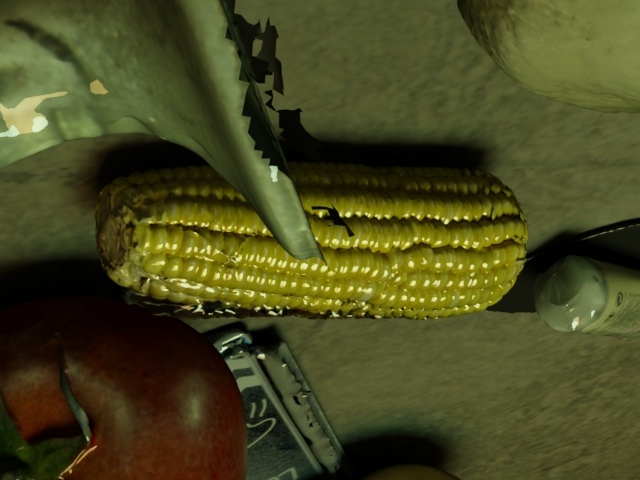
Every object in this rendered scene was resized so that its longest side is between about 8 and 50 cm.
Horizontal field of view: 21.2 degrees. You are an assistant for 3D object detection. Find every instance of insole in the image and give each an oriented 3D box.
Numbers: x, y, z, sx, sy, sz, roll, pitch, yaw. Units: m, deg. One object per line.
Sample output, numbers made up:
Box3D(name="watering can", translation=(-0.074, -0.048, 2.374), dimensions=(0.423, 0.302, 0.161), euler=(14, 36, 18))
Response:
Box3D(name="insole", translation=(0.205, 0.000, 0.925), dimensions=(0.253, 0.005, 0.086), euler=(-14, 153, -6))

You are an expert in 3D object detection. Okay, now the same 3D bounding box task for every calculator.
Box3D(name="calculator", translation=(-0.073, 0.130, 0.974), dimensions=(0.166, 0.028, 0.274), euler=(-22, 154, 0))

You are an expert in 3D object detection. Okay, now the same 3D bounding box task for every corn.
Box3D(name="corn", translation=(0.000, 0.000, 0.740), dimensions=(0.203, 0.072, 0.072), euler=(1, 146, -31))

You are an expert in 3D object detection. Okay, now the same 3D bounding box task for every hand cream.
Box3D(name="hand cream", translation=(0.161, 0.031, 0.920), dimensions=(0.061, 0.039, 0.143), euler=(-39, 156, 23))

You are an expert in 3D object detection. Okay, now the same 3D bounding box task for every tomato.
Box3D(name="tomato", translation=(-0.110, 0.102, 0.778), dimensions=(0.167, 0.167, 0.167), euler=(-14, 152, -8))

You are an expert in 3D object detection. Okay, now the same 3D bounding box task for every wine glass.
Box3D(name="wine glass", translation=(-0.181, -0.014, 0.494), dimensions=(0.357, 0.190, 0.190), euler=(-22, 152, -3))

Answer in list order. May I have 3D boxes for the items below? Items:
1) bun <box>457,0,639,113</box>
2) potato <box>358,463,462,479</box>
Box3D(name="bun", translation=(0.099, -0.118, 0.534), dimensions=(0.113, 0.166, 0.173), euler=(20, 152, 22))
Box3D(name="potato", translation=(0.040, 0.222, 1.084), dimensions=(0.146, 0.150, 0.234), euler=(21, 154, -1))
